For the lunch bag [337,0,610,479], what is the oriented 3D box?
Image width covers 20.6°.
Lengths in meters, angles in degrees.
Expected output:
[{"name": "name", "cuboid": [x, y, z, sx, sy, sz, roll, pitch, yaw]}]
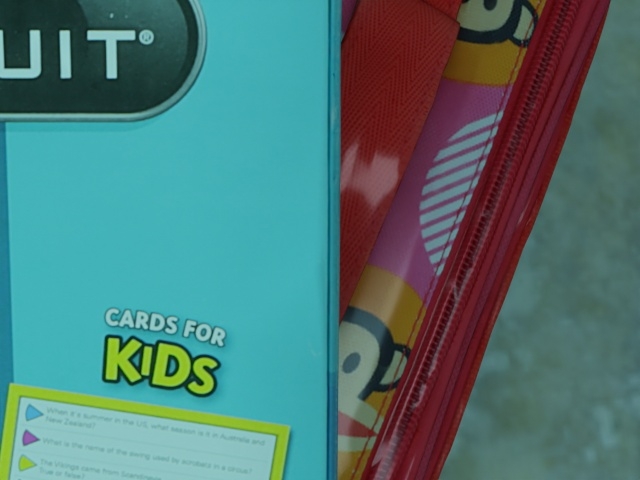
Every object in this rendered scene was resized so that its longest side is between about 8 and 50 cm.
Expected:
[{"name": "lunch bag", "cuboid": [0.000, 0.000, 0.581, 0.120, 0.258, 0.293, 23, 73, -2]}]

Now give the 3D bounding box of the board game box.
[{"name": "board game box", "cuboid": [-0.121, 0.073, 0.420, 0.253, 0.079, 0.336, 0, 102, -2]}]
